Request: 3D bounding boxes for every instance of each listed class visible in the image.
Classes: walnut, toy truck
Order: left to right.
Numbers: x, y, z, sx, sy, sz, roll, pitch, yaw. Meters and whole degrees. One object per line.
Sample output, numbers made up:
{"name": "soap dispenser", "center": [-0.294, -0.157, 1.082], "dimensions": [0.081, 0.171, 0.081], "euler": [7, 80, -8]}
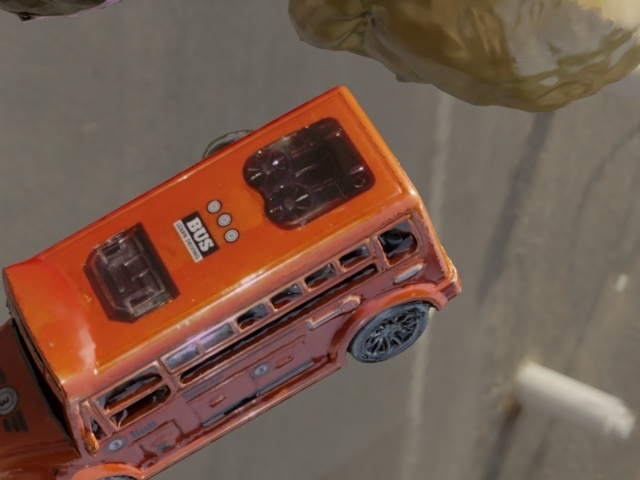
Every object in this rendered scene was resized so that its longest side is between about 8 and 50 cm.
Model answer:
{"name": "toy truck", "center": [-0.067, 0.034, 0.917], "dimensions": [0.253, 0.107, 0.114], "euler": [-29, 148, -4]}
{"name": "walnut", "center": [0.129, -0.277, 1.492], "dimensions": [0.383, 0.384, 0.383], "euler": [-30, 131, -42]}

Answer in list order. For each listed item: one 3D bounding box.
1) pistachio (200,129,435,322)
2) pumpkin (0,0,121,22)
{"name": "pistachio", "center": [0.000, 0.000, 1.474], "dimensions": [0.226, 0.136, 0.136], "euler": [43, 69, -18]}
{"name": "pumpkin", "center": [-0.181, -0.258, 1.097], "dimensions": [0.189, 0.260, 0.260], "euler": [-32, 133, -49]}
